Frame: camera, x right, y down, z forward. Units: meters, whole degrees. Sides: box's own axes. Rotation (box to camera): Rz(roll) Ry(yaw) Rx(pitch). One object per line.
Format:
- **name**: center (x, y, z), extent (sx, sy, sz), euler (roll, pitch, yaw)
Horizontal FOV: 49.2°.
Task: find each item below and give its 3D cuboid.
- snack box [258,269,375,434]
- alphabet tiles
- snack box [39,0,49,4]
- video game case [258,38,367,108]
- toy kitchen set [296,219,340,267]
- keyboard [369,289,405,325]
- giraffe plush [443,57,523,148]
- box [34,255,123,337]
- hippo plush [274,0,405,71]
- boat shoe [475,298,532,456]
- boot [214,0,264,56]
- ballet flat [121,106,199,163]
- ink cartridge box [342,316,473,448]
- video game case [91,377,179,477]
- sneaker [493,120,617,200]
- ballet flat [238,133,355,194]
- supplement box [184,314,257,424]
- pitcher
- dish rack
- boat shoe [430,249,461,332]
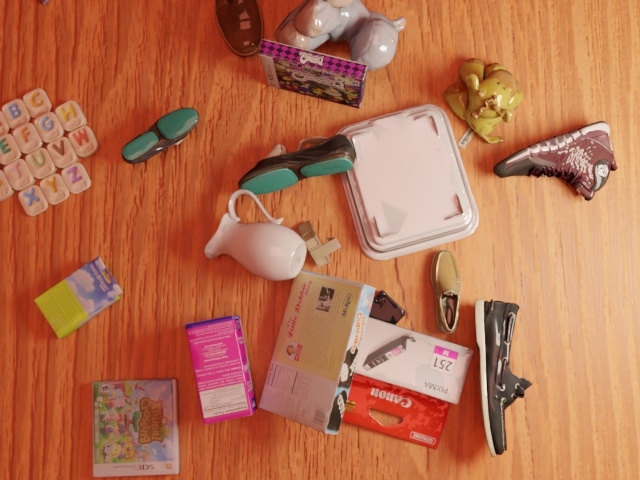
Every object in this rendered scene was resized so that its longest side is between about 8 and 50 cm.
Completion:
- **snack box**: center (-0.008, 0.236, 1.526), extent (0.187, 0.060, 0.321), euler (11, 83, 36)
- **alphabet tiles**: center (-0.676, -0.211, 1.653), extent (0.284, 0.021, 0.277), euler (-28, 84, -1)
- **snack box**: center (-0.723, -0.648, 1.701), extent (0.178, 0.022, 0.064), euler (35, 84, 5)
- **video game case**: center (-0.014, -0.368, 1.560), extent (0.232, 0.210, 0.041), euler (15, 85, 2)
- **toy kitchen set**: center (0.000, 0.000, 1.609), extent (0.068, 0.075, 0.083), euler (-29, 124, 1)
- **keyboard**: center (0.096, 0.192, 1.591), extent (0.108, 0.023, 0.180), euler (44, 86, -1)
- **giraffe plush**: center (0.373, -0.321, 1.565), extent (0.182, 0.170, 0.210), euler (17, 84, 3)
- **box**: center (-0.549, 0.129, 1.601), extent (0.178, 0.042, 0.109), euler (-35, 85, -3)
- **hippo plush**: center (0.051, -0.471, 1.593), extent (0.237, 0.294, 0.234), euler (38, 111, -19)
- **boat shoe**: center (0.402, 0.294, 1.520), extent (0.113, 0.127, 0.339), euler (-4, 74, 13)
- **boot**: center (-0.204, -0.585, 1.638), extent (0.113, 0.115, 0.305), euler (-11, 85, -2)
- **ballet flat**: center (-0.368, -0.241, 1.625), extent (0.203, 0.074, 0.074), euler (-33, 84, -3)
- **ink cartridge box**: center (0.171, 0.313, 1.545), extent (0.275, 0.060, 0.238), euler (17, 85, -1)
- **video game case**: center (-0.417, 0.422, 1.576), extent (0.194, 0.023, 0.212), euler (-3, 84, 1)
- **sneaker**: center (0.545, -0.153, 1.578), extent (0.282, 0.106, 0.162), euler (-20, 87, -2)
- **ballet flat**: center (-0.055, -0.178, 1.598), extent (0.281, 0.095, 0.096), euler (-12, 61, 12)
- **supplement box**: center (-0.218, 0.282, 1.542), extent (0.114, 0.111, 0.219), euler (-10, 84, 0)
- **pitcher**: center (-0.134, -0.011, 1.558), extent (0.207, 0.125, 0.177), euler (18, 92, 19)
- **dish rack**: center (0.196, -0.142, 1.602), extent (0.286, 0.072, 0.332), euler (-16, 82, 0)
- **boat shoe**: center (0.288, 0.112, 1.568), extent (0.068, 0.072, 0.189), euler (-6, 83, 1)
